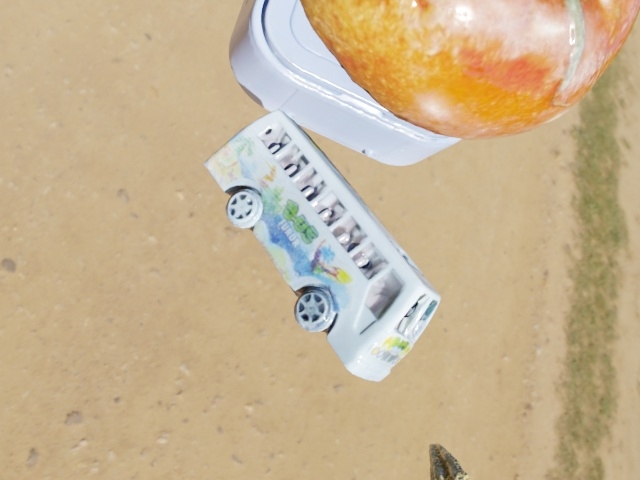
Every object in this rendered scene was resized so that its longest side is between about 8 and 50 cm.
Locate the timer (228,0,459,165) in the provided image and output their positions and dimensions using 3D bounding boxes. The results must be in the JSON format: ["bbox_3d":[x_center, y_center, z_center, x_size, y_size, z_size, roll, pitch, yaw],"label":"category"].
[{"bbox_3d":[0.072,-0.326,1.253,0.394,0.173,0.395,5,76,-22],"label":"timer"}]

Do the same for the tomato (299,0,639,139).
[{"bbox_3d":[0.101,-0.178,0.466,0.236,0.095,0.237,1,88,-27],"label":"tomato"}]

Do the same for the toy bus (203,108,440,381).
[{"bbox_3d":[0.000,0.000,0.962,0.330,0.136,0.109,53,8,27],"label":"toy bus"}]

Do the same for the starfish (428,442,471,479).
[{"bbox_3d":[0.123,0.322,0.886,0.050,0.138,0.247,51,5,-36],"label":"starfish"}]
